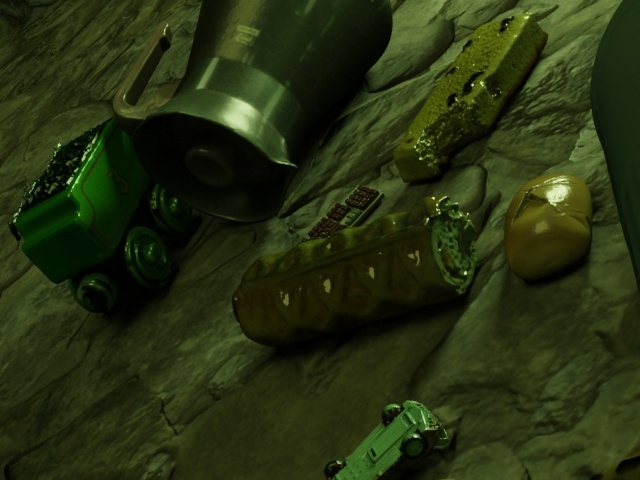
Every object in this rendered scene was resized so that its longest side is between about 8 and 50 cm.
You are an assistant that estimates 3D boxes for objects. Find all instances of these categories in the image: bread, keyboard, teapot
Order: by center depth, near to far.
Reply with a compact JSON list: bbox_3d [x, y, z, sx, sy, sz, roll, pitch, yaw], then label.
[{"bbox_3d":[0.197,-0.019,1.072,0.082,0.056,0.115,-22,32,30],"label":"bread"},{"bbox_3d":[0.025,0.036,1.171,0.269,0.098,0.087,-19,-9,34],"label":"bread"},{"bbox_3d":[0.000,0.000,1.335,0.166,0.017,0.055,-47,27,-14],"label":"keyboard"},{"bbox_3d":[0.164,-0.158,1.337,0.088,0.049,0.226,-4,44,49],"label":"bread"},{"bbox_3d":[-0.092,-0.218,1.526,0.300,0.253,0.344,9,54,25],"label":"teapot"}]

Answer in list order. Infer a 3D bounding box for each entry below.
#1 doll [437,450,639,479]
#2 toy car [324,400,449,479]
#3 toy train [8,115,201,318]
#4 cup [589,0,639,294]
[{"bbox_3d":[0.140,0.193,0.784,0.291,0.086,0.117,-16,30,34],"label":"doll"},{"bbox_3d":[0.046,0.181,0.978,0.122,0.035,0.059,-46,26,5],"label":"toy car"},{"bbox_3d":[-0.270,-0.028,1.534,0.132,0.188,0.243,-25,29,30],"label":"toy train"},{"bbox_3d":[0.337,-0.004,0.718,0.311,0.331,0.256,-83,16,-52],"label":"cup"}]
